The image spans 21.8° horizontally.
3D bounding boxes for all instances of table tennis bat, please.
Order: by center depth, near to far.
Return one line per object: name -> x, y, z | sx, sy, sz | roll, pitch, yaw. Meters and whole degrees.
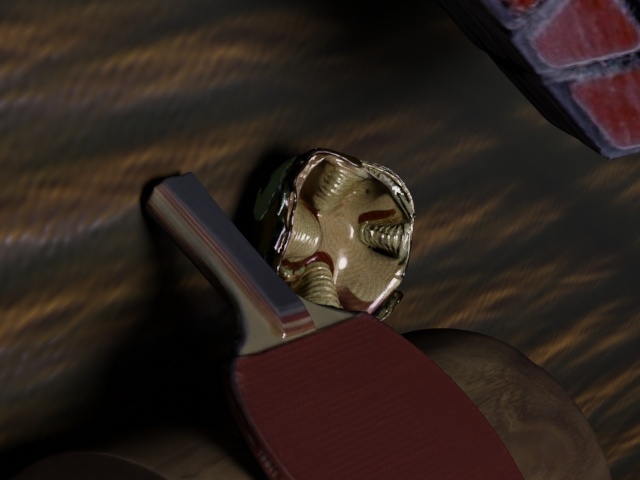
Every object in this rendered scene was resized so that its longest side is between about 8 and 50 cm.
table tennis bat -> 0.003, 0.057, 0.666 | 0.130, 0.220, 0.019 | -15, 150, -55

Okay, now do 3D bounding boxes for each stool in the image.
stool -> -0.003, 0.147, 0.734 | 0.264, 0.179, 0.179 | -14, 120, -55

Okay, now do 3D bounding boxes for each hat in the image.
hat -> -0.001, 0.000, 0.765 | 0.076, 0.059, 0.077 | 16, 84, -26

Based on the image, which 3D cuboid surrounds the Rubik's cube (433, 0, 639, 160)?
Rubik's cube -> 0.151, -0.185, 0.680 | 0.319, 0.319, 0.264 | -26, 102, -49
